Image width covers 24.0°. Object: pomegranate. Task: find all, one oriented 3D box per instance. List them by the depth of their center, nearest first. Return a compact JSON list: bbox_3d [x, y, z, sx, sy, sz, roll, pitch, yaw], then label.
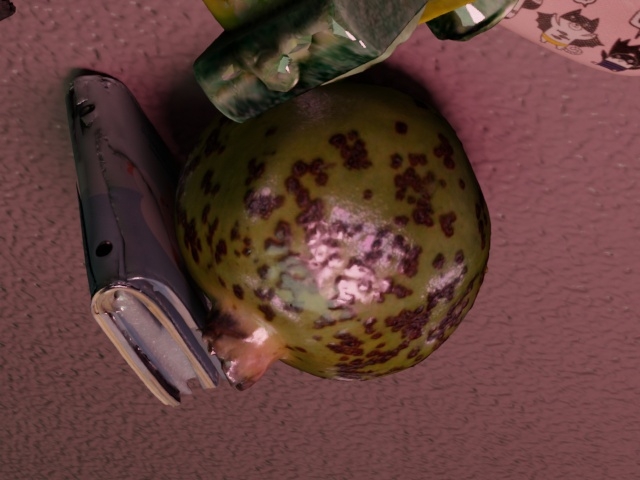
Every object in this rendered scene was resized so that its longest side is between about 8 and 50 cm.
[{"bbox_3d":[0.000,0.000,1.184,0.254,0.270,0.254,39,161,16],"label":"pomegranate"}]

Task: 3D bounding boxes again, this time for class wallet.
[{"bbox_3d":[-0.149,-0.002,1.250,0.075,0.250,0.176,-23,137,7],"label":"wallet"}]

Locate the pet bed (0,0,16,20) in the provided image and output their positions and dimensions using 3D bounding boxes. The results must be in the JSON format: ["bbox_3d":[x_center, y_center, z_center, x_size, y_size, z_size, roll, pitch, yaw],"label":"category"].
[{"bbox_3d":[-0.336,-0.200,1.091,0.211,0.159,0.183,-19,142,42],"label":"pet bed"}]

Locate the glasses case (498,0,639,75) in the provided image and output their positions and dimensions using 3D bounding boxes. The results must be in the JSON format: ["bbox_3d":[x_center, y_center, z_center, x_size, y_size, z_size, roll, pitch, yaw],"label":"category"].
[{"bbox_3d":[0.126,-0.205,0.994,0.314,0.075,0.122,28,142,-15],"label":"glasses case"}]

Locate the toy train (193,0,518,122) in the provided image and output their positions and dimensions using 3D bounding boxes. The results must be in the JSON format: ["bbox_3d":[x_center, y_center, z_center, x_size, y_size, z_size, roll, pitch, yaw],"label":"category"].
[{"bbox_3d":[-0.034,-0.248,0.787,0.160,0.253,0.397,-19,114,40],"label":"toy train"}]
